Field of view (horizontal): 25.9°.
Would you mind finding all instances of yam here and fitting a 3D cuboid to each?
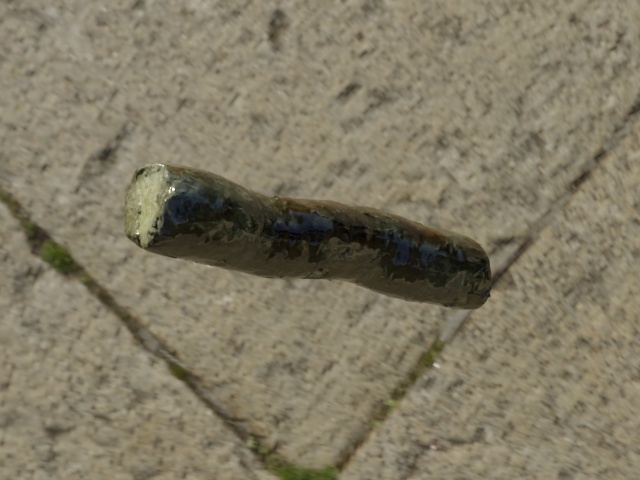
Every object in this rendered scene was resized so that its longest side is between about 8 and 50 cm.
[{"bbox_3d":[0.000,0.000,0.873,0.061,0.252,0.061,-24,60,52],"label":"yam"}]
